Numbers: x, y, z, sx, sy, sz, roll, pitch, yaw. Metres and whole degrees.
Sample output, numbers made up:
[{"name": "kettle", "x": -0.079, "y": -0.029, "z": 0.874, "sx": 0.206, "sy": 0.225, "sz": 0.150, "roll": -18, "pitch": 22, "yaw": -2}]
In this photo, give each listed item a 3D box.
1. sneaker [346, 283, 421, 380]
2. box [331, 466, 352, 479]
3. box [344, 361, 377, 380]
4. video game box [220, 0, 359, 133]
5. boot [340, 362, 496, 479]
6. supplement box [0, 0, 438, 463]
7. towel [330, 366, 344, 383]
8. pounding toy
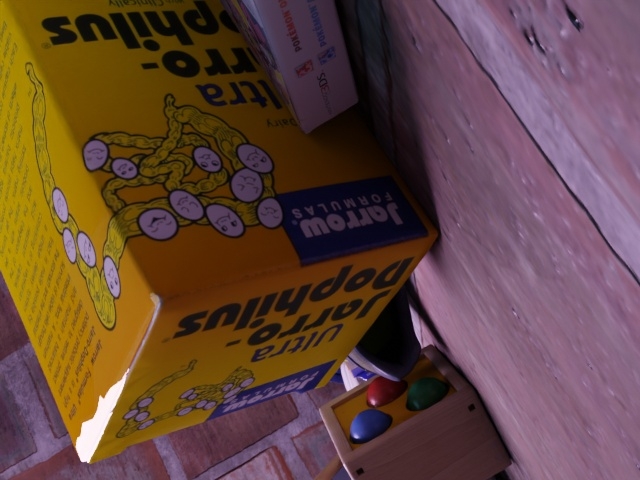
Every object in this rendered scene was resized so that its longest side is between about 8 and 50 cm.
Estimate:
[{"name": "sneaker", "x": 0.012, "y": -0.001, "z": 0.819, "sx": 0.121, "sy": 0.111, "sz": 0.300, "roll": 28, "pitch": 153, "yaw": 56}, {"name": "box", "x": 0.090, "y": 0.463, "z": 1.002, "sx": 0.395, "sy": 0.293, "sz": 0.212, "roll": 45, "pitch": 178, "yaw": -5}, {"name": "box", "x": 0.046, "y": 0.090, "z": 1.063, "sx": 0.136, "sy": 0.081, "sz": 0.028, "roll": 58, "pitch": 175, "yaw": 33}, {"name": "video game box", "x": -0.054, "y": -0.187, "z": 0.526, "sx": 0.205, "sy": 0.048, "sz": 0.187, "roll": 60, "pitch": 175, "yaw": 25}, {"name": "boot", "x": 0.109, "y": 0.189, "z": 1.037, "sx": 0.258, "sy": 0.095, "sz": 0.123, "roll": 50, "pitch": 166, "yaw": 26}, {"name": "supplement box", "x": -0.120, "y": -0.068, "z": 0.651, "sx": 0.357, "sy": 0.194, "sz": 0.195, "roll": 59, "pitch": 142, "yaw": 24}, {"name": "towel", "x": -0.043, "y": 0.041, "z": 1.241, "sx": 0.336, "sy": 0.040, "sz": 0.243, "roll": 60, "pitch": -169, "yaw": 20}, {"name": "pounding toy", "x": 0.040, "y": 0.185, "z": 0.879, "sx": 0.094, "sy": 0.206, "sz": 0.181, "roll": 62, "pitch": 177, "yaw": -15}]
